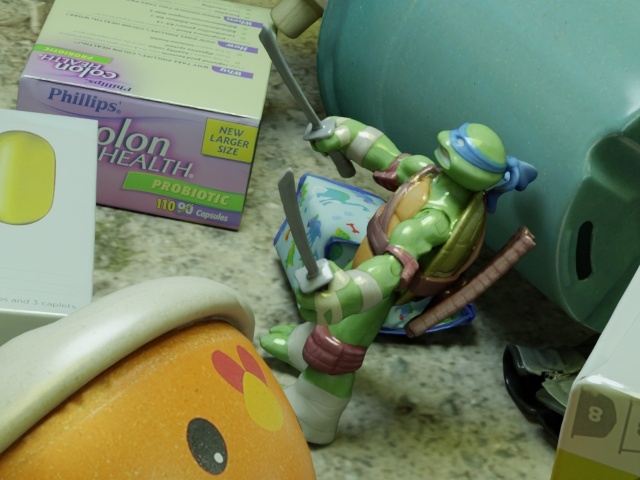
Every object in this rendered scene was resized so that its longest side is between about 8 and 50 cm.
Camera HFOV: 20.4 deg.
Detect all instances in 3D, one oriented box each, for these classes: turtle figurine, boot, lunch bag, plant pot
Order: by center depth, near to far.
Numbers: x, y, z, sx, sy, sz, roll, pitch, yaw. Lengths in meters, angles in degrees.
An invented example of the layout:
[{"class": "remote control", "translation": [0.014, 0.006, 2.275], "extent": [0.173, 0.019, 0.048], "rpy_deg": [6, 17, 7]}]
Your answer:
[{"class": "turtle figurine", "translation": [0.000, 0.000, 1.320], "extent": [0.274, 0.266, 0.198], "rpy_deg": [3, 37, -36]}, {"class": "boot", "translation": [0.262, 0.146, 1.396], "extent": [0.161, 0.083, 0.246], "rpy_deg": [-14, 32, -29]}, {"class": "plant pot", "translation": [0.221, -0.111, 1.485], "extent": [0.341, 0.341, 0.334], "rpy_deg": [-6, 35, -27]}, {"class": "lunch bag", "translation": [0.051, 0.017, 1.511], "extent": [0.151, 0.096, 0.129], "rpy_deg": [17, 24, -20]}]

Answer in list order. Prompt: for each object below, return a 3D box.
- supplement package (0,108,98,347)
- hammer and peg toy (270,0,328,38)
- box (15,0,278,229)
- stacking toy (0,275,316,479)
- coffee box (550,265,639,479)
[{"class": "supplement package", "translation": [-0.263, 0.050, 1.233], "extent": [0.199, 0.198, 0.263], "rpy_deg": [6, 31, -9]}, {"class": "hammer and peg toy", "translation": [0.024, -0.261, 1.756], "extent": [0.361, 0.127, 0.266], "rpy_deg": [42, 20, -27]}, {"class": "box", "translation": [-0.158, -0.135, 1.654], "extent": [0.213, 0.117, 0.243], "rpy_deg": [11, 30, -3]}, {"class": "stacking toy", "translation": [-0.023, 0.285, 0.916], "extent": [0.480, 0.350, 0.350], "rpy_deg": [42, 39, 13]}, {"class": "coffee box", "translation": [0.319, 0.180, 1.018], "extent": [0.337, 0.334, 0.338], "rpy_deg": [17, 31, 16]}]
